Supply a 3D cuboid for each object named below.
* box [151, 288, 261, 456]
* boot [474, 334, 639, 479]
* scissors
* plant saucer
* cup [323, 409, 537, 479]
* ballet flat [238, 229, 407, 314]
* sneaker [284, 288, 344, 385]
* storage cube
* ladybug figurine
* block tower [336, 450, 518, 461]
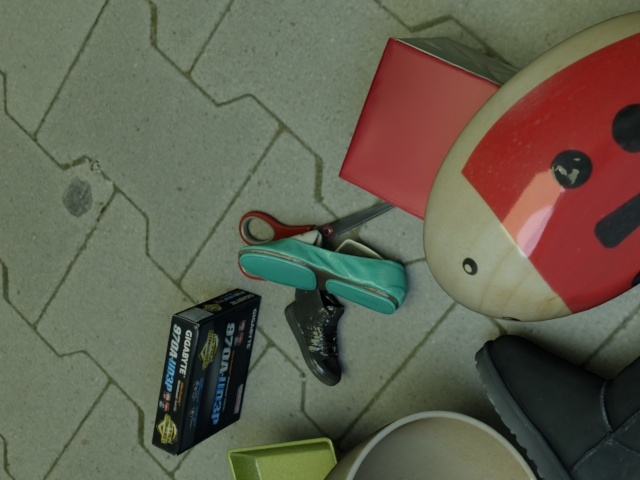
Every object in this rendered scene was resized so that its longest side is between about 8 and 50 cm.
[{"bbox_3d":[-0.173,0.197,1.635,0.051,0.175,0.220,20,109,25],"label":"box"},{"bbox_3d":[0.430,0.118,1.289,0.445,0.146,0.367,-47,39,16],"label":"boot"},{"bbox_3d":[0.000,0.000,1.592,0.297,0.021,0.109,-5,96,28],"label":"scissors"},{"bbox_3d":[-0.030,0.381,1.570,0.188,0.045,0.188,-13,92,31],"label":"plant saucer"},{"bbox_3d":[0.102,0.401,1.378,0.237,0.331,0.331,-31,85,55],"label":"cup"},{"bbox_3d":[0.009,0.034,1.545,0.247,0.087,0.083,16,149,9],"label":"ballet flat"},{"bbox_3d":[0.003,0.125,1.594,0.089,0.051,0.170,-39,72,31],"label":"sneaker"},{"bbox_3d":[0.170,-0.138,1.374,0.215,0.184,0.193,28,111,21],"label":"storage cube"},{"bbox_3d":[0.324,-0.071,1.213,0.449,0.162,0.305,-43,118,6],"label":"ladybug figurine"},{"bbox_3d":[0.123,0.363,1.562,0.336,0.091,0.097,-9,96,29],"label":"block tower"}]
